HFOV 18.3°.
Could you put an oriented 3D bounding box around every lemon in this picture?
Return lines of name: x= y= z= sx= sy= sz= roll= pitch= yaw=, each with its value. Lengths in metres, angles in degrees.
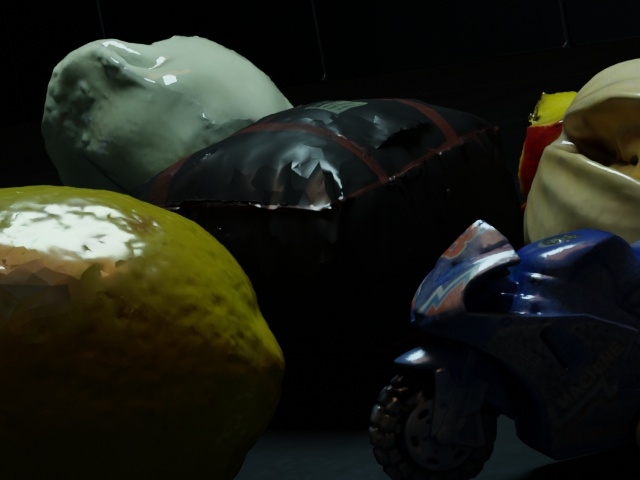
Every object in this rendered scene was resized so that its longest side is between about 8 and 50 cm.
lemon: x=-0.116 y=0.057 z=0.857 sx=0.207 sy=0.170 sz=0.170 roll=-2 pitch=9 yaw=4

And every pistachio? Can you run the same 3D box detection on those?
pistachio: x=0.209 y=-0.013 z=1.046 sx=0.157 sy=0.157 sz=0.229 roll=-17 pitch=23 yaw=-40

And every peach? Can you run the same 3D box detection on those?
peach: x=0.209 y=-0.060 z=1.421 sx=0.151 sy=0.118 sz=0.151 roll=-1 pitch=-30 yaw=-1

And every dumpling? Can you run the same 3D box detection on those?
dumpling: x=-0.118 y=-0.072 z=1.659 sx=0.193 sy=0.258 sz=0.147 roll=-48 pitch=27 yaw=30

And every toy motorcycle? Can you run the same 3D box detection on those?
toy motorcycle: x=0.114 y=0.039 z=0.858 sx=0.205 sy=0.114 sz=0.076 roll=-12 pitch=8 yaw=-12

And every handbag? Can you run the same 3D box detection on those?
handbag: x=0.000 y=0.000 z=1.117 sx=0.169 sy=0.155 sz=0.215 roll=-7 pitch=9 yaw=33
